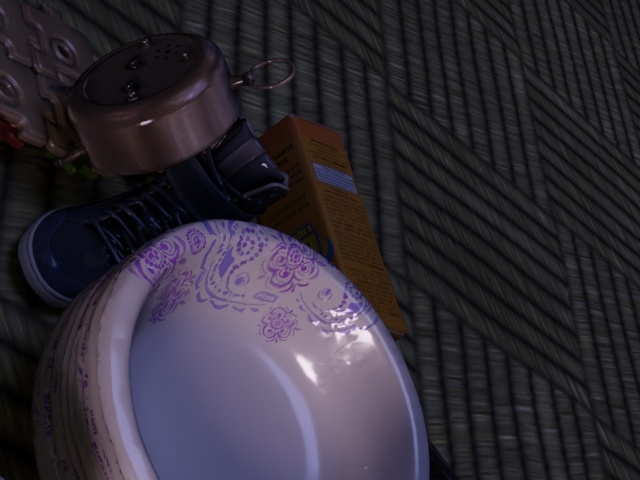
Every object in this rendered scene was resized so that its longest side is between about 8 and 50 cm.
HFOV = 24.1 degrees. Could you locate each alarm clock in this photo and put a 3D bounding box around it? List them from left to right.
[{"bbox_3d":[-0.112,-0.115,1.163,0.129,0.192,0.064,-90,167,-54],"label":"alarm clock"}]

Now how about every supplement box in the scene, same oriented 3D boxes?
[{"bbox_3d":[0.000,0.000,1.411,0.080,0.078,0.233,17,45,-49],"label":"supplement box"}]

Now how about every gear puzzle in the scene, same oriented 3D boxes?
[{"bbox_3d":[-0.241,-0.128,1.225,0.339,0.044,0.176,25,39,-48],"label":"gear puzzle"}]

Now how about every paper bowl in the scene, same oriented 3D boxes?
[{"bbox_3d":[-0.071,0.140,1.049,0.284,0.148,0.284,25,49,-33],"label":"paper bowl"}]

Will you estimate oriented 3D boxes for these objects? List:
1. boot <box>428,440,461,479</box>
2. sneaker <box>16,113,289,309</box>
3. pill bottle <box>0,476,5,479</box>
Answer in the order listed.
[{"bbox_3d":[0.096,0.216,1.299,0.246,0.083,0.161,54,5,-7],"label":"boot"},{"bbox_3d":[-0.122,-0.027,1.167,0.086,0.163,0.226,59,30,3],"label":"sneaker"},{"bbox_3d":[-0.274,0.177,0.712,0.278,0.162,0.162,9,52,-53],"label":"pill bottle"}]
